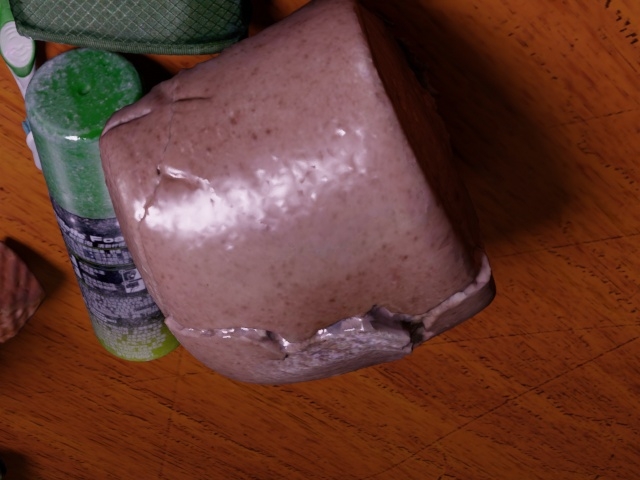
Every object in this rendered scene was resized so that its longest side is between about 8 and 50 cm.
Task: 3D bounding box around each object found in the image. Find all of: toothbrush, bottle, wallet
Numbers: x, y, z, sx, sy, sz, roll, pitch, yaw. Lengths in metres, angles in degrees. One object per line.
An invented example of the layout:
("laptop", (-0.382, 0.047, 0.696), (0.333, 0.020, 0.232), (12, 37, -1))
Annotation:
("toothbrush", (-0.212, -0.146, 0.941), (0.030, 0.030, 0.304), (3, 147, 0))
("bottle", (-0.161, -0.017, 1.083), (0.093, 0.093, 0.330), (1, 148, 2))
("wallet", (-0.121, -0.206, 0.818), (0.160, 0.055, 0.236), (0, 145, -2))

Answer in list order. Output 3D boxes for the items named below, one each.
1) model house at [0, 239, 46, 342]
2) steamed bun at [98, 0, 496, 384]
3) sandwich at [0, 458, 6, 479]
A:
("model house", (-0.409, 0.117, 1.193), (0.329, 0.251, 0.295), (1, 148, -9))
("steamed bun", (0.000, 0.000, 0.947), (0.251, 0.199, 0.301), (-29, 147, 5))
("sandwich", (-0.470, 0.395, 1.567), (0.162, 0.301, 0.250), (4, 166, -30))
